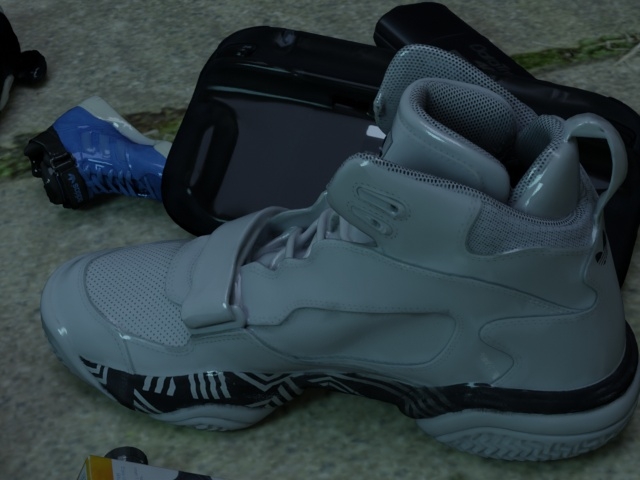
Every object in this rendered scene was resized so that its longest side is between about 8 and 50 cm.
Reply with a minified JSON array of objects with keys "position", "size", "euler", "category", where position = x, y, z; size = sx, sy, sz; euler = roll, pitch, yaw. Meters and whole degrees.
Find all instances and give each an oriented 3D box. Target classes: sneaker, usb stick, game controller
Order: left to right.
[{"position":[-0.153,-0.044,0.965],"size":[0.084,0.058,0.152],"euler":[-38,56,-24],"category":"sneaker"},{"position":[0.000,0.000,0.758],"size":[0.366,0.210,0.137],"euler":[7,39,16],"category":"sneaker"},{"position":[0.054,-0.048,0.892],"size":[0.319,0.067,0.166],"euler":[14,74,14],"category":"game controller"},{"position":[0.130,-0.113,1.026],"size":[0.077,0.045,0.278],"euler":[-14,37,-21],"category":"usb stick"}]

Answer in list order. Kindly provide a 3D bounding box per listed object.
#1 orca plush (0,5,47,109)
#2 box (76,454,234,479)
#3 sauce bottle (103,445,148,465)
[{"position":[-0.321,-0.150,1.085],"size":[0.151,0.102,0.287],"euler":[4,39,13],"category":"orca plush"},{"position":[-0.055,0.156,0.676],"size":[0.136,0.028,0.081],"euler":[17,30,-24],"category":"box"},{"position":[-0.100,0.162,0.700],"size":[0.042,0.042,0.128],"euler":[-10,36,-6],"category":"sauce bottle"}]
